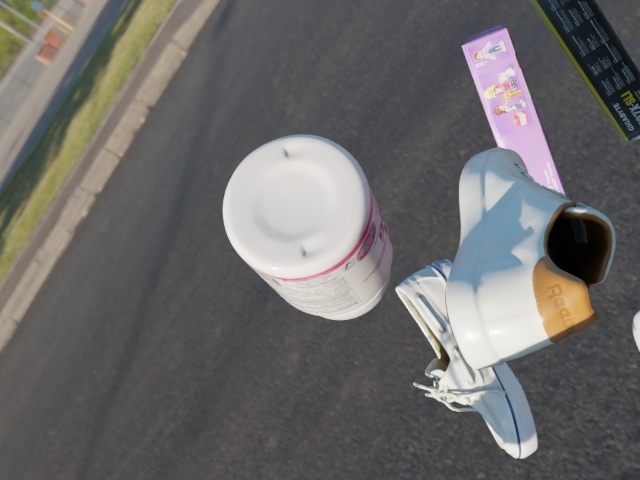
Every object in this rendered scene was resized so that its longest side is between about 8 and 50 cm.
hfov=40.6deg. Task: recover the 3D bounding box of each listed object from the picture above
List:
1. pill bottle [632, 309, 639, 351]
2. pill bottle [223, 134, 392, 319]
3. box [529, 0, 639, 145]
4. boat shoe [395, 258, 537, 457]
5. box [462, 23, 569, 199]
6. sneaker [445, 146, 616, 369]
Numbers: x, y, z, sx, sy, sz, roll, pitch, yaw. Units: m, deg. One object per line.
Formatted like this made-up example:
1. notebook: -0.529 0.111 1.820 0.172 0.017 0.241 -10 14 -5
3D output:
1. pill bottle: 0.636 0.116 1.341 0.265 0.153 0.153 -27 22 -9
2. pill bottle: 0.000 0.000 1.032 0.160 0.160 0.283 -62 -18 -10
3. box: 0.388 -0.330 1.310 0.079 0.322 0.257 -32 21 23
4. boat shoe: 0.230 0.224 1.484 0.157 0.367 0.136 -25 -1 -12
5. box: 0.255 -0.121 1.082 0.057 0.293 0.201 -19 11 16
6. sneaker: 0.183 -0.002 0.720 0.123 0.105 0.290 -19 26 22
